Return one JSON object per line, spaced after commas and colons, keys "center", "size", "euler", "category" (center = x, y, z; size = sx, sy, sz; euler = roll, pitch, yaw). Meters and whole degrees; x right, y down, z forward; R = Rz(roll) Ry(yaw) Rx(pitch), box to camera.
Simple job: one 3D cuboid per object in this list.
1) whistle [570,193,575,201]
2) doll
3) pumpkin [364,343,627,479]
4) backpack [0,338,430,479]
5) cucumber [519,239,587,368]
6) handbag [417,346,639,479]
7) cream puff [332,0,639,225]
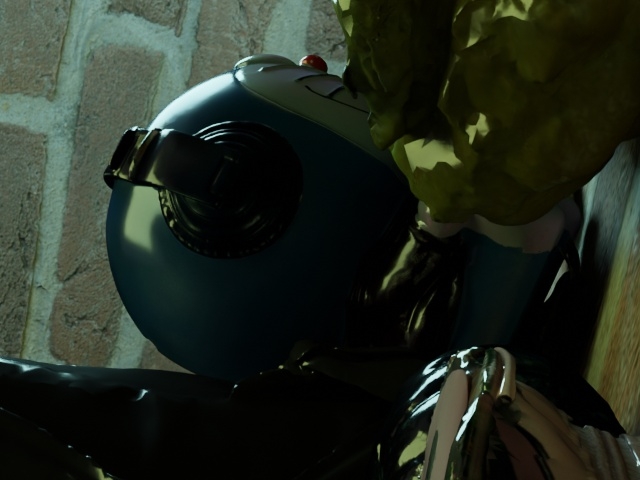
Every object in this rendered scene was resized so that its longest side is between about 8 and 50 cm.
{"center": [0.176, -0.074, 1.298], "size": [0.068, 0.057, 0.326], "euler": [-39, 17, 23], "category": "whistle"}
{"center": [0.000, 0.000, 1.088], "size": [0.240, 0.310, 0.284], "euler": [-65, -12, -5], "category": "doll"}
{"center": [0.080, 0.144, 0.750], "size": [0.194, 0.150, 0.194], "euler": [-57, 1, 2], "category": "pumpkin"}
{"center": [-0.082, 0.225, 0.893], "size": [0.255, 0.445, 0.363], "euler": [133, 145, -69], "category": "backpack"}
{"center": [0.156, 0.064, 1.038], "size": [0.039, 0.043, 0.163], "euler": [-27, -30, -30], "category": "cucumber"}
{"center": [0.085, 0.136, 0.548], "size": [0.205, 0.116, 0.179], "euler": [-61, -17, -81], "category": "handbag"}
{"center": [0.076, -0.145, 0.883], "size": [0.282, 0.185, 0.282], "euler": [22, 118, 50], "category": "cream puff"}
